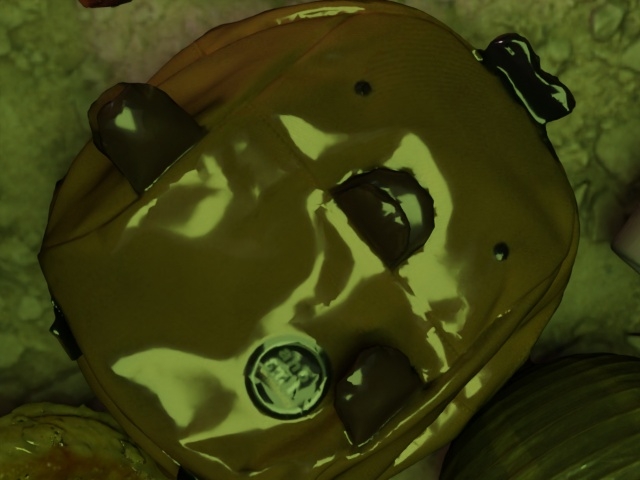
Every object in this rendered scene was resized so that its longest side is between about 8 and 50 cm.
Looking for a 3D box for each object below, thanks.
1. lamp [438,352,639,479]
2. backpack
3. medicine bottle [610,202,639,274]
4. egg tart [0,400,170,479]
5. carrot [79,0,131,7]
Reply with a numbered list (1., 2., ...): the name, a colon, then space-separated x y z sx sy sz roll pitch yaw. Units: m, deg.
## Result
1. lamp: 0.190 0.184 1.236 0.250 0.284 0.250 -24 149 -16
2. backpack: -0.003 -0.002 1.151 0.378 0.201 0.353 -44 103 -7
3. medicine bottle: 0.405 -0.088 1.211 0.219 0.219 0.388 35 93 -17
4. egg tart: -0.225 0.242 1.185 0.290 0.115 0.290 -11 111 -30
5. carrot: -0.156 -0.241 1.145 0.055 0.055 0.161 -8 97 -10
